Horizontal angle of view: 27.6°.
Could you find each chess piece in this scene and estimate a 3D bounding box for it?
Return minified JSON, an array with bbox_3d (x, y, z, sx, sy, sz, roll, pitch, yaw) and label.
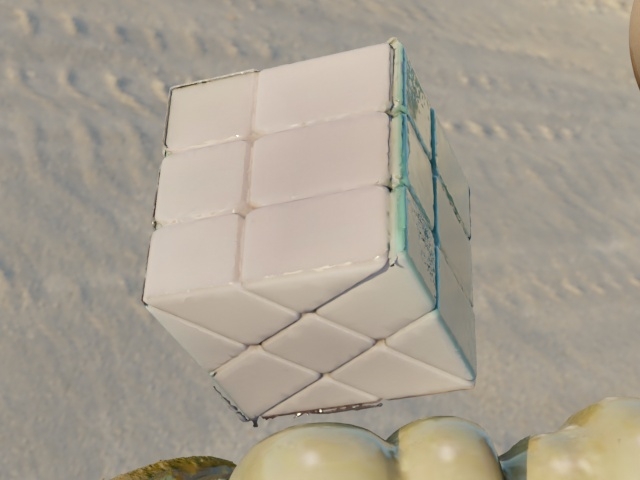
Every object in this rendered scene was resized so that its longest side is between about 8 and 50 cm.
[{"bbox_3d":[0.080,0.139,0.652,0.261,0.142,0.142,5,28,-13],"label":"chess piece"}]

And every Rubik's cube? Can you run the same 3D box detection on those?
[{"bbox_3d":[0.000,0.000,1.123,0.231,0.221,0.224,57,29,-50],"label":"Rubik's cube"}]

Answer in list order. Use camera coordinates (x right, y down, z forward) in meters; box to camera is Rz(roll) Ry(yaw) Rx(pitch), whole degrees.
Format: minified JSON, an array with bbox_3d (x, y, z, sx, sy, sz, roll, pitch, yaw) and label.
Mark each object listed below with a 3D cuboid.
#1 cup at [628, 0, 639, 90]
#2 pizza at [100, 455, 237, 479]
[{"bbox_3d":[0.267,-0.061,0.676,0.253,0.200,0.191,34,-14,-7],"label":"cup"},{"bbox_3d":[-0.096,0.233,0.856,0.081,0.188,0.204,-11,13,39],"label":"pizza"}]
